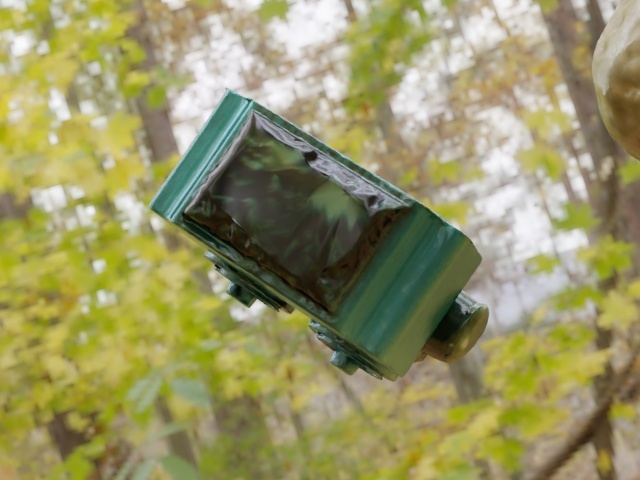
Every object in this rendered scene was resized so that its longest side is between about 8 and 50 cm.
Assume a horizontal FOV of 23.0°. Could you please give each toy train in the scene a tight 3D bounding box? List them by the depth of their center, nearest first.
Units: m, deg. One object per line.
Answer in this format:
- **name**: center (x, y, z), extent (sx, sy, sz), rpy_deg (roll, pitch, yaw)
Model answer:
- **toy train**: center (0.000, 0.000, 0.887), extent (0.107, 0.198, 0.154), rpy_deg (-56, -19, -4)

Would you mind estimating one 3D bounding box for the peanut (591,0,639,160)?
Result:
- **peanut**: center (0.216, -0.139, 0.795), extent (0.129, 0.224, 0.129), rpy_deg (22, 3, -1)
